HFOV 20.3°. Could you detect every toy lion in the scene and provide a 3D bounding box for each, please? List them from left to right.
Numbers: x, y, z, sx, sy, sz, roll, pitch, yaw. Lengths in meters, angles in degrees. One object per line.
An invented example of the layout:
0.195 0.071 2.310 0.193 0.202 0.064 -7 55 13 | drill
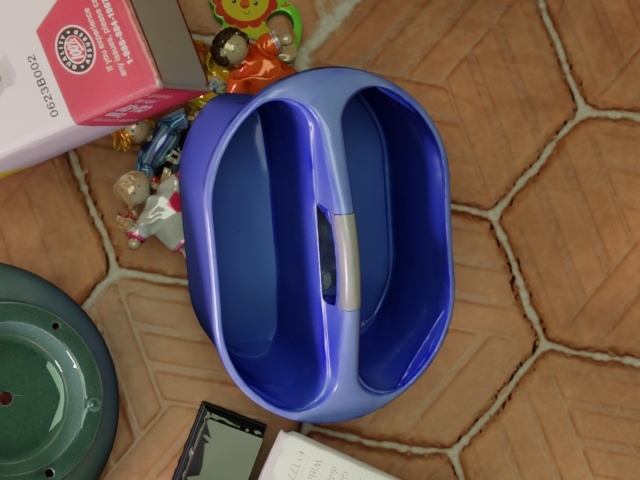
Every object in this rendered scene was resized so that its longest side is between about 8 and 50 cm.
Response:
-0.066 -0.231 1.836 0.100 0.034 0.096 12 77 -2 | toy lion

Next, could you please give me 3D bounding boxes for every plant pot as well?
-0.311 0.150 1.657 0.293 0.196 0.293 4 80 -23 | plant pot

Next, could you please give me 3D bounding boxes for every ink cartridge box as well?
-0.341 -0.197 1.686 0.385 0.160 0.279 -22 90 15 | ink cartridge box

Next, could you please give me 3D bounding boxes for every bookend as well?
-0.110 0.239 1.723 0.072 0.157 0.156 21 85 -1 | bookend

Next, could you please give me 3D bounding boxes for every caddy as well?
0.000 0.000 1.686 0.241 0.179 0.341 -10 107 -17 | caddy

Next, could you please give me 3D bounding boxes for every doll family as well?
-0.118 -0.103 1.786 0.163 0.118 0.263 35 88 -17 | doll family

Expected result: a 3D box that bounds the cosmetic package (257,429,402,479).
0.095 0.354 1.723 0.385 0.156 0.217 22 82 0 | cosmetic package
